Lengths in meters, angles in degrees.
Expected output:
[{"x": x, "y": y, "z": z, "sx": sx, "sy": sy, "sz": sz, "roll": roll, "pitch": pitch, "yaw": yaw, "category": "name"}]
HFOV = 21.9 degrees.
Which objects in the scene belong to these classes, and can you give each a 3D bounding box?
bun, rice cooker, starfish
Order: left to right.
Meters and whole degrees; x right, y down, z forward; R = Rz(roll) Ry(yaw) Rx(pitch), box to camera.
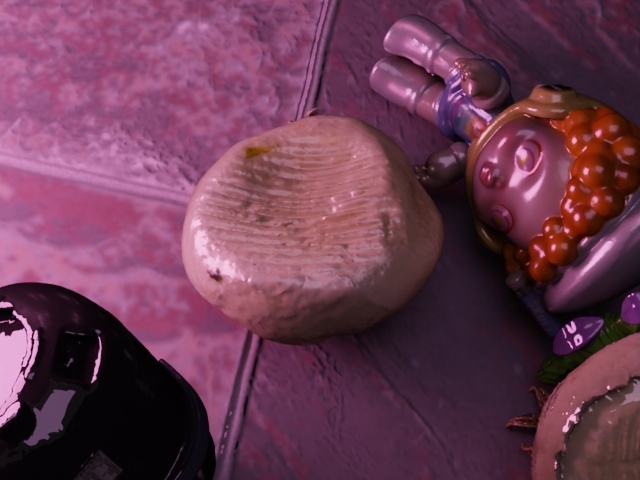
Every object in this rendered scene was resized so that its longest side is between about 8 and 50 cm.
[{"x": -0.238, "y": 0.174, "z": 1.451, "sx": 0.267, "sy": 0.224, "sz": 0.267, "roll": -22, "pitch": 42, "yaw": 21, "category": "rice cooker"}, {"x": 0.000, "y": 0.000, "z": 1.640, "sx": 0.259, "sy": 0.160, "sz": 0.259, "roll": -3, "pitch": 53, "yaw": 3, "category": "bun"}, {"x": 0.234, "y": 0.178, "z": 1.654, "sx": 0.078, "sy": 0.028, "sz": 0.091, "roll": 37, "pitch": 63, "yaw": 13, "category": "starfish"}, {"x": 0.314, "y": 0.203, "z": 1.571, "sx": 0.259, "sy": 0.152, "sz": 0.259, "roll": -1, "pitch": 106, "yaw": -3, "category": "bun"}]

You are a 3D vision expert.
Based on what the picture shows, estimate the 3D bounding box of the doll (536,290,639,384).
[{"x": 0.288, "y": 0.090, "z": 1.623, "sx": 0.190, "sy": 0.115, "sz": 0.050, "roll": -34, "pitch": 64, "yaw": 28, "category": "doll"}]

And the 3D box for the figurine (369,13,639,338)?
[{"x": 0.218, "y": -0.107, "z": 1.682, "sx": 0.205, "sy": 0.224, "sz": 0.382, "roll": -10, "pitch": 57, "yaw": -46, "category": "figurine"}]
